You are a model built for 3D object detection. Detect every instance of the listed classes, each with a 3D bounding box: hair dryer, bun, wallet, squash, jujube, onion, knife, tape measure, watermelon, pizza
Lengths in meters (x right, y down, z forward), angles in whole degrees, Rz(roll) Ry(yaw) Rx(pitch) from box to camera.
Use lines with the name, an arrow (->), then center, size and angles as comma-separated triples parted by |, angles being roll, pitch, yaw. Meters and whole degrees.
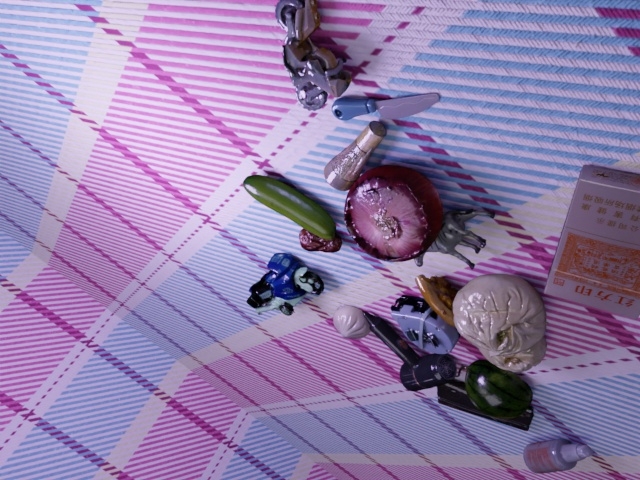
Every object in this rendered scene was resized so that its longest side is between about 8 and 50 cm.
hair dryer -> 0.270, 0.348, 1.776 | 0.352, 0.107, 0.189 | 44, 142, -8
bun -> 0.447, 0.195, 1.347 | 0.229, 0.145, 0.230 | 8, 130, 10
wallet -> 0.558, 0.569, 1.863 | 0.321, 0.044, 0.171 | 15, 141, 23
squash -> -0.079, -0.098, 1.490 | 0.292, 0.082, 0.082 | 30, 146, 0
jujube -> 0.000, 0.000, 1.559 | 0.129, 0.077, 0.077 | 12, 142, 18
bun -> 0.521, 0.292, 1.481 | 0.188, 0.111, 0.164 | 6, 135, 39
bun -> 0.101, 0.291, 1.832 | 0.138, 0.094, 0.138 | 19, 146, 13
onion -> 0.169, -0.068, 1.263 | 0.247, 0.161, 0.248 | 13, 135, 13
knife -> 0.135, -0.280, 1.144 | 0.244, 0.032, 0.058 | 5, 135, 28
tape measure -> 0.321, 0.253, 1.599 | 0.181, 0.107, 0.182 | 0, 132, 48
watermelon -> 0.538, 0.478, 1.693 | 0.232, 0.127, 0.204 | 29, 146, 12
pizza -> 0.354, 0.171, 1.470 | 0.246, 0.127, 0.058 | 46, 122, -6

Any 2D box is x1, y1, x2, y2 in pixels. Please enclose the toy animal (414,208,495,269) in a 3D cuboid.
toy animal -> 0.305, -0.011, 1.303 | 0.175, 0.073, 0.217 | 21, 142, 10

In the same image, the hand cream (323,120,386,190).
hand cream -> 0.087, -0.199, 1.245 | 0.084, 0.084, 0.203 | 36, 139, -7

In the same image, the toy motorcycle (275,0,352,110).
toy motorcycle -> -0.009, -0.375, 1.085 | 0.129, 0.094, 0.229 | 3, 124, 29

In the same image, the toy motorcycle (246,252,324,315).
toy motorcycle -> -0.130, 0.147, 1.817 | 0.196, 0.125, 0.331 | 43, 141, -13

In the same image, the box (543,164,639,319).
box -> 0.601, 0.016, 1.118 | 0.204, 0.051, 0.365 | 16, 143, 22

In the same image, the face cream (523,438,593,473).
face cream -> 0.797, 0.715, 1.808 | 0.101, 0.101, 0.252 | 34, 146, -3
